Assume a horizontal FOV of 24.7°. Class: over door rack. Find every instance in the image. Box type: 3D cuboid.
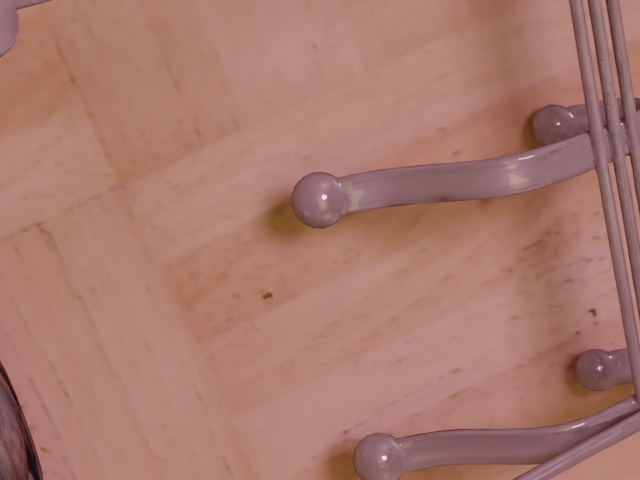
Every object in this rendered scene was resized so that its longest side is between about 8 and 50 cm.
[{"bbox_3d":[0.000,0.000,0.495,0.324,0.108,0.240,-26,109,-41],"label":"over door rack"}]

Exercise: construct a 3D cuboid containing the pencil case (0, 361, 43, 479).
[{"bbox_3d":[-0.295,0.105,0.449,0.410,0.160,0.184,-18,106,-11],"label":"pencil case"}]
